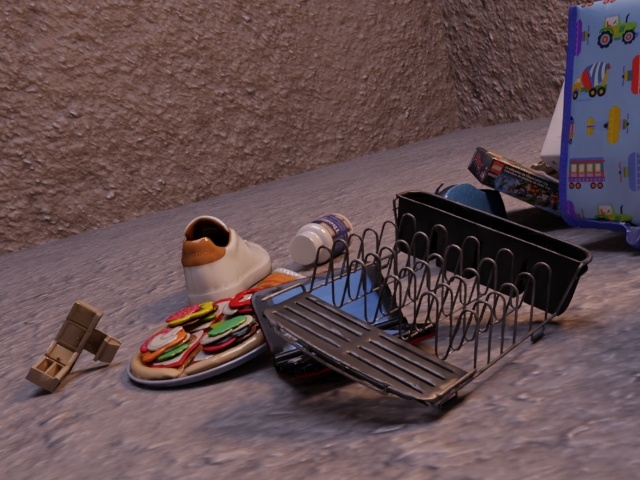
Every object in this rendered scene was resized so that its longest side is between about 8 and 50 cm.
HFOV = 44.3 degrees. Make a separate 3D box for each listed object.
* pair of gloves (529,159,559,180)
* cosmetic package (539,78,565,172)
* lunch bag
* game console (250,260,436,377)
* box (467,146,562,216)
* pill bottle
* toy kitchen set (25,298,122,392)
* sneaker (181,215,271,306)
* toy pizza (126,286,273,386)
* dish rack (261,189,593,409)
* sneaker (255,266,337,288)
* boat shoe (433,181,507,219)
[{"bbox_3d":[0.516,-0.168,1.398,0.204,0.042,0.240,-8,-15,-30],"label":"pair of gloves"},{"bbox_3d":[0.461,-0.188,1.094,0.138,0.224,0.224,29,-13,-35],"label":"cosmetic package"},{"bbox_3d":[0.400,-0.134,0.928,0.138,0.293,0.221,17,-8,-40],"label":"lunch bag"},{"bbox_3d":[0.019,0.070,0.756,0.144,0.085,0.124,-15,-2,-18],"label":"game console"},{"bbox_3d":[0.323,-0.091,1.240,0.159,0.044,0.233,23,12,1],"label":"box"},{"bbox_3d":[0.000,0.000,1.263,0.067,0.067,0.120,-6,11,30],"label":"pill bottle"},{"bbox_3d":[-0.269,0.124,0.881,0.068,0.083,0.075,29,8,-6],"label":"toy kitchen set"},{"bbox_3d":[-0.143,0.013,1.208,0.106,0.123,0.290,-13,8,5],"label":"sneaker"},{"bbox_3d":[-0.119,0.095,0.861,0.201,0.032,0.201,-18,16,5],"label":"toy pizza"},{"bbox_3d":[0.091,0.043,0.701,0.208,0.074,0.271,22,29,35],"label":"dish rack"},{"bbox_3d":[-0.015,0.072,0.938,0.175,0.064,0.067,-7,32,48],"label":"sneaker"},{"bbox_3d":[0.200,-0.023,1.135,0.089,0.109,0.258,-15,-9,27],"label":"boat shoe"}]
